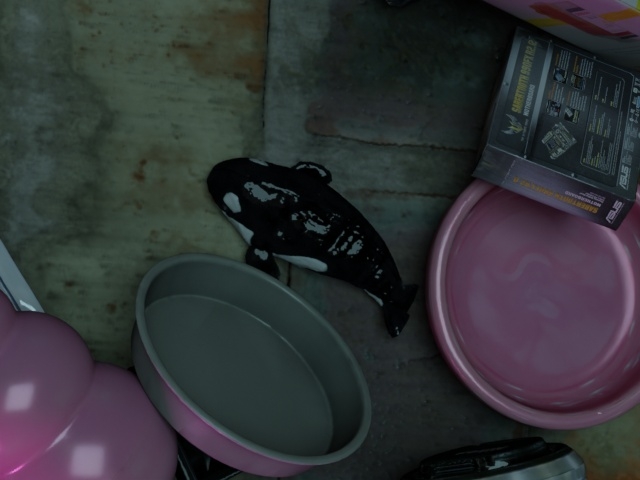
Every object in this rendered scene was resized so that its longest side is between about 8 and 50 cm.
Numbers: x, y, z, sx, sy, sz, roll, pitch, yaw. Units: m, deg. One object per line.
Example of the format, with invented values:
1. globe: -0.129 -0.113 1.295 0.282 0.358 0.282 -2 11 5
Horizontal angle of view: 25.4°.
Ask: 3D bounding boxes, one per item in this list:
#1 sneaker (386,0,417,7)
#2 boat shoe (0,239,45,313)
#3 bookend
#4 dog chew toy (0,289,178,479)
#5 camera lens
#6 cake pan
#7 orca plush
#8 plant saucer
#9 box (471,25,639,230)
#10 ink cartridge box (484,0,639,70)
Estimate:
1. sneaker: 0.170 -0.388 1.723 0.275 0.107 0.110 -27 78 -19
2. boat shoe: -0.382 0.026 1.523 0.084 0.095 0.258 -34 93 -20
3. bookend: -0.111 0.182 1.592 0.157 0.072 0.156 -24 90 -17
4. dog chew toy: -0.299 0.168 1.439 0.206 0.206 0.332 -48 114 -15
5. camera lens: 0.207 0.368 1.581 0.219 0.219 0.274 -10 87 -16
6. cake pan: -0.079 0.136 1.522 0.293 0.293 0.054 33 120 -10
7. orca plush: 0.000 0.000 1.627 0.151 0.102 0.287 -42 96 -16
8. plant saucer: 0.276 0.061 1.707 0.332 0.084 0.332 2 84 -14
9. box: 0.289 -0.136 1.675 0.183 0.056 0.231 20 47 -1
10. ink cartridge box: 0.331 -0.383 1.647 0.384 0.160 0.279 14 79 -45
